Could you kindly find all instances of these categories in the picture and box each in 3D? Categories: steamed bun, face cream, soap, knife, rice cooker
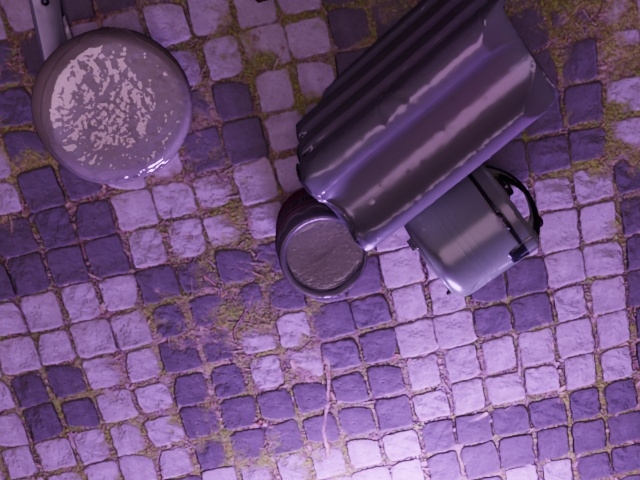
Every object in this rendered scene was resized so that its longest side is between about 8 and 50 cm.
[{"bbox_3d":[-0.378,-0.246,1.552,0.283,0.177,0.283,-6,109,-18],"label":"steamed bun"},{"bbox_3d":[0.000,0.000,1.647,0.175,0.195,0.175,-1,110,-2],"label":"face cream"},{"bbox_3d":[0.169,-0.232,1.513,0.435,0.350,0.213,-39,114,12],"label":"soap"},{"bbox_3d":[-0.487,-0.341,1.597,0.073,0.040,0.266,-14,109,-9],"label":"knife"},{"bbox_3d":[0.295,-0.028,1.646,0.244,0.226,0.226,-39,106,12],"label":"rice cooker"}]

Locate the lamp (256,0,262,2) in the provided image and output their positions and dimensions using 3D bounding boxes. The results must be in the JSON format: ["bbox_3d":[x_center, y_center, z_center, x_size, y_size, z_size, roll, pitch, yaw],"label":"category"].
[{"bbox_3d":[-0.084,-0.519,1.492,0.161,0.161,0.185,-16,106,3],"label":"lamp"}]
